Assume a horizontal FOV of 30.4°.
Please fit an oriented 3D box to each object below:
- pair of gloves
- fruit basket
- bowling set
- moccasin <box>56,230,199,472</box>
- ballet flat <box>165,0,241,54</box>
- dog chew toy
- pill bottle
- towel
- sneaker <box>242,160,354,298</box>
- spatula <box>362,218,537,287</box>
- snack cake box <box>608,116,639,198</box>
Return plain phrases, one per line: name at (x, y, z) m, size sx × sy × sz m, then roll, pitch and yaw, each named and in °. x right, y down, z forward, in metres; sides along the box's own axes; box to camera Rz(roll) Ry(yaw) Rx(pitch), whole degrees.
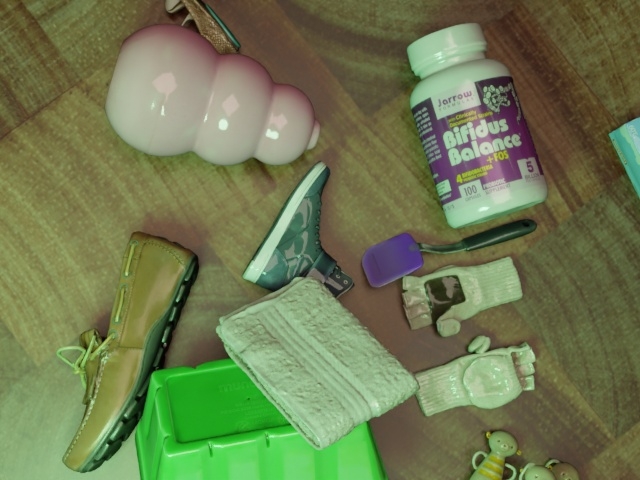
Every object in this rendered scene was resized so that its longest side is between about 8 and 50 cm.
pair of gloves at (0.241, 0.155, 1.902) m, size 0.204 × 0.042 × 0.240 m, roll -8°, pitch 86°, yaw -5°
fruit basket at (-0.086, 0.367, 1.783) m, size 0.392 × 0.392 × 0.283 m, roll -13°, pitch 42°, yaw -5°
bowling set at (0.373, 0.418, 1.812) m, size 0.287 × 0.200 × 0.154 m, roll 28°, pitch 82°, yaw -5°
moccasin at (-0.316, 0.169, 1.813) m, size 0.147 × 0.139 × 0.379 m, roll 19°, pitch 85°, yaw 4°
ballet flat at (-0.211, -0.374, 1.912) m, size 0.067 × 0.073 × 0.206 m, roll -35°, pitch 84°, yaw 7°
dog chew toy at (-0.162, -0.211, 1.839) m, size 0.332 × 0.206 × 0.206 m, roll 15°, pitch 83°, yaw -11°
pill bottle at (0.240, -0.184, 1.873) m, size 0.169 × 0.169 × 0.301 m, roll -17°, pitch 86°, yaw -6°
towel at (-0.010, 0.166, 1.700) m, size 0.187 × 0.049 × 0.282 m, roll -27°, pitch 49°, yaw -26°
sneaker at (-0.001, 0.001, 1.878) m, size 0.163 × 0.086 × 0.226 m, roll 29°, pitch 81°, yaw -2°
spatula at (0.212, 0.008, 1.916) m, size 0.297 × 0.030 × 0.084 m, roll -13°, pitch 48°, yaw -10°
snack cake box at (0.606, -0.096, 1.931) m, size 0.152 × 0.089 × 0.264 m, roll -25°, pitch 86°, yaw -7°
